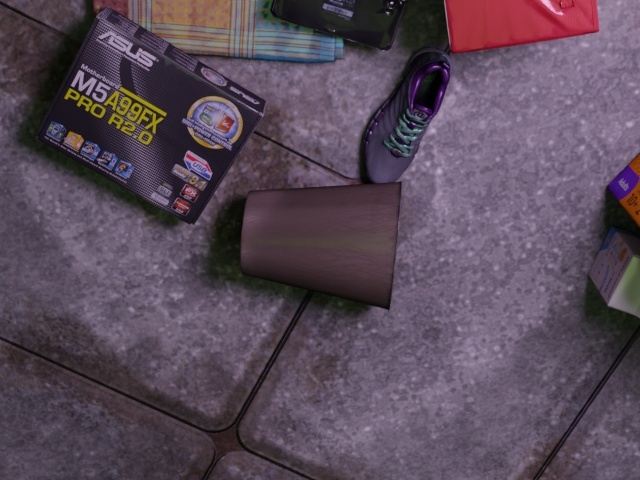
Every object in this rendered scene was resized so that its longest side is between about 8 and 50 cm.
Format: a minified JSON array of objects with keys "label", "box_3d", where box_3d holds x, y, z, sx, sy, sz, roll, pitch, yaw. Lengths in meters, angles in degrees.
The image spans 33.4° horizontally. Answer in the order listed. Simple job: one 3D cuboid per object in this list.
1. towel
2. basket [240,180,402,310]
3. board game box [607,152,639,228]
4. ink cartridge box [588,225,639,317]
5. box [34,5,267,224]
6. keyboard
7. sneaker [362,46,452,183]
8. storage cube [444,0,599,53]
[{"label":"towel","box_3d":[-0.139,-0.393,1.502,0.370,0.040,0.272,3,110,-1]},{"label":"basket","box_3d":[0.000,0.000,1.592,0.226,0.154,0.204,5,119,3]},{"label":"board game box","box_3d":[0.683,-0.038,1.460,0.356,0.356,0.356,39,106,-13]},{"label":"ink cartridge box","box_3d":[0.479,0.053,1.608,0.089,0.143,0.092,19,109,-7]},{"label":"box","box_3d":[-0.247,-0.177,1.552,0.270,0.060,0.216,30,116,-12]},{"label":"keyboard","box_3d":[0.029,-0.340,1.486,0.180,0.023,0.108,15,115,-9]},{"label":"sneaker","box_3d":[0.123,-0.173,1.550,0.083,0.098,0.224,21,109,-7]},{"label":"storage cube","box_3d":[0.255,-0.368,1.420,0.193,0.215,0.184,-7,111,9]}]
